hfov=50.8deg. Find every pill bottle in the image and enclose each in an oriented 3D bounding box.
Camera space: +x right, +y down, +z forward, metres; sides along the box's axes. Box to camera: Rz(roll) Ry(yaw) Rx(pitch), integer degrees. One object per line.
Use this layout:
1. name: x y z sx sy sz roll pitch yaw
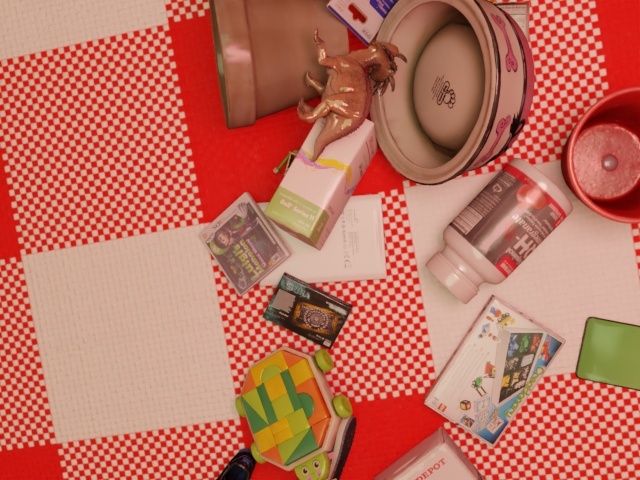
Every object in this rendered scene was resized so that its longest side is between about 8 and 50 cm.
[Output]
1. pill bottle: 0.389 -0.015 1.511 0.176 0.176 0.318 43 97 3

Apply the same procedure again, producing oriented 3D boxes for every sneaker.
1. sneaker: -0.238 0.624 1.667 0.081 0.090 0.232 30 96 5
2. sneaker: -0.018 0.554 1.639 0.131 0.112 0.319 20 90 21

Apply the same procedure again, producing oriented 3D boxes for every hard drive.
1. hard drive: 0.000 0.000 1.628 0.307 0.040 0.203 -4 93 8

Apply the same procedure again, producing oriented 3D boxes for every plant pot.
1. plant pot: 0.640 -0.173 1.437 0.274 0.243 0.275 0 93 7
2. plant pot: -0.092 -0.422 1.508 0.280 0.323 0.323 -7 92 -10

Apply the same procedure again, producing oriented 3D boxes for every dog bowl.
1. dog bowl: 0.273 -0.325 1.420 0.150 0.408 0.408 -7 93 -31

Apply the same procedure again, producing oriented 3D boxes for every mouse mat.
1. mouse mat: 0.703 0.267 1.573 0.189 0.007 0.153 11 95 5

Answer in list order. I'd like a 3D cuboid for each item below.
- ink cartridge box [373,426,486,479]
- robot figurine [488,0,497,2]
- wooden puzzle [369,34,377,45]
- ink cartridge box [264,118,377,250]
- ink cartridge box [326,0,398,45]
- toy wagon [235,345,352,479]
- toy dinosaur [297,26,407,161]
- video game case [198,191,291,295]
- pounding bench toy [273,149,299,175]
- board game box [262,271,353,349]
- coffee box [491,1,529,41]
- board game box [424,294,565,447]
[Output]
1. ink cartridge box: 0.298 0.635 1.581 0.223 0.129 0.307 -40 88 8
2. robot figurine: 0.298 -0.648 1.532 0.211 0.085 0.291 -15 91 7
3. wooden puzzle: 0.162 -0.466 1.596 0.116 0.014 0.078 44 97 3
4. ink cartridge box: 0.027 -0.168 1.507 0.119 0.207 0.353 28 86 10
5. ink cartridge box: 0.149 -0.616 1.424 0.069 0.175 0.371 39 99 36
6. toy wagon: -0.056 0.425 1.581 0.267 0.068 0.344 -33 63 17
7. toy dinosaur: 0.064 -0.299 1.364 0.200 0.127 0.296 13 83 -3
8. video game case: -0.185 0.010 1.629 0.173 0.022 0.190 -40 79 21
9. pounding bench toy: -0.067 -0.185 1.620 0.083 0.052 0.065 14 95 6
10. board game box: -0.031 0.171 1.628 0.186 0.026 0.126 26 107 -2
11. coffee box: 0.406 -0.389 1.507 0.098 0.141 0.247 1 92 7
12. board game box: 0.406 0.307 1.588 0.193 0.053 0.305 33 97 5
